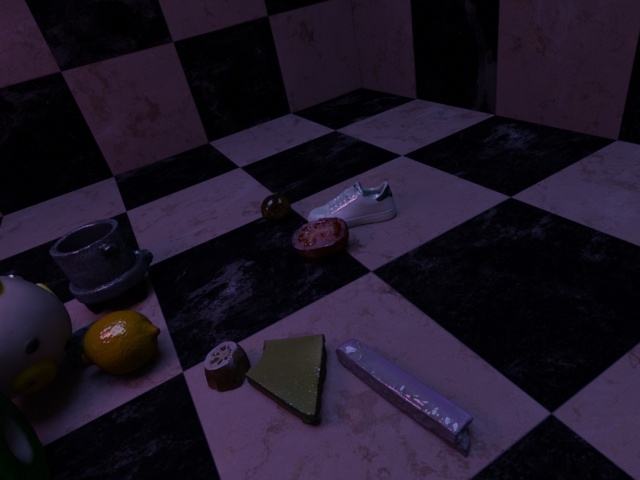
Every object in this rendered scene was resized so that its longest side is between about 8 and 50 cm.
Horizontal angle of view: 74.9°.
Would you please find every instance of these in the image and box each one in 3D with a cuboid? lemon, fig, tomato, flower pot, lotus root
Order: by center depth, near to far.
[{"bbox_3d":[-0.262,0.342,1.146,0.112,0.081,0.122,-6,32,24],"label":"lotus root"},{"bbox_3d":[-0.583,0.297,1.220,0.244,0.187,0.187,-22,32,6],"label":"lemon"},{"bbox_3d":[-0.768,0.090,1.519,0.299,0.283,0.299,-11,29,6],"label":"flower pot"},{"bbox_3d":[0.002,0.001,1.556,0.224,0.085,0.225,-12,34,8],"label":"tomato"},{"bbox_3d":[-0.209,-0.153,1.831,0.133,0.127,0.185,-35,40,-8],"label":"fig"}]

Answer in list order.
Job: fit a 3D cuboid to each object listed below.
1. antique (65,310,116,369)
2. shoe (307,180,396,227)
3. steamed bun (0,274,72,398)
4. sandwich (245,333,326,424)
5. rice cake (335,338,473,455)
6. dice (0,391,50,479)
[{"bbox_3d":[-0.712,0.318,1.325,0.183,0.088,0.086,-30,35,-25],"label":"antique"},{"bbox_3d":[0.116,-0.149,1.674,0.362,0.160,0.132,-7,31,8],"label":"shoe"},{"bbox_3d":[-0.850,0.257,1.103,0.333,0.334,0.374,-15,-11,-3],"label":"steamed bun"},{"bbox_3d":[-0.094,0.359,1.075,0.212,0.063,0.245,-9,32,13],"label":"sandwich"},{"bbox_3d":[0.185,0.343,0.989,0.070,0.064,0.399,-28,35,-32],"label":"rice cake"},{"bbox_3d":[-0.779,0.512,0.865,0.300,0.297,0.287,-31,40,-26],"label":"dice"}]
